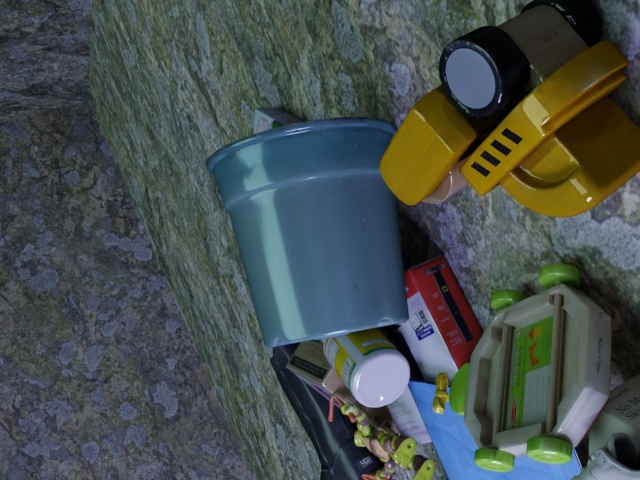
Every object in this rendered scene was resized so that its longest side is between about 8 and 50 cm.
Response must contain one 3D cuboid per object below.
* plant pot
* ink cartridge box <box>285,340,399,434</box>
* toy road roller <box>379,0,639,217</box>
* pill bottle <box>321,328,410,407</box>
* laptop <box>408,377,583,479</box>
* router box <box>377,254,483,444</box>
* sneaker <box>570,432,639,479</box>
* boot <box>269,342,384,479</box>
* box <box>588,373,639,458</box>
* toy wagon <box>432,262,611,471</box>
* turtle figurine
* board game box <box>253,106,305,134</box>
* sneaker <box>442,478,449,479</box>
[{"bbox_3d":[0.000,0.000,1.289,0.341,0.341,0.334,152,108,-65],"label":"plant pot"},{"bbox_3d":[0.063,0.325,1.647,0.234,0.088,0.193,40,164,-22],"label":"ink cartridge box"},{"bbox_3d":[0.249,-0.124,0.933,0.241,0.202,0.329,53,151,10],"label":"toy road roller"},{"bbox_3d":[0.075,0.216,1.420,0.208,0.117,0.118,-137,35,-59],"label":"pill bottle"},{"bbox_3d":[0.249,0.476,1.200,0.236,0.408,0.382,33,163,-22],"label":"laptop"},{"bbox_3d":[0.199,0.225,1.427,0.301,0.082,0.335,64,155,12],"label":"router box"},{"bbox_3d":[0.354,0.294,0.905,0.262,0.099,0.121,-29,74,57],"label":"sneaker"},{"bbox_3d":[-0.016,0.507,2.000,0.445,0.146,0.367,56,142,20],"label":"boot"},{"bbox_3d":[0.463,0.271,0.886,0.275,0.113,0.094,29,133,53],"label":"box"},{"bbox_3d":[0.279,0.195,1.076,0.344,0.068,0.267,-43,30,58],"label":"toy wagon"},{"bbox_3d":[0.135,0.425,1.508,0.217,0.087,0.270,6,125,58],"label":"turtle figurine"},{"bbox_3d":[-0.060,-0.103,1.664,0.318,0.065,0.319,37,127,50],"label":"board game box"},{"bbox_3d":[0.311,0.574,1.491,0.094,0.080,0.212,-27,91,54],"label":"sneaker"}]
